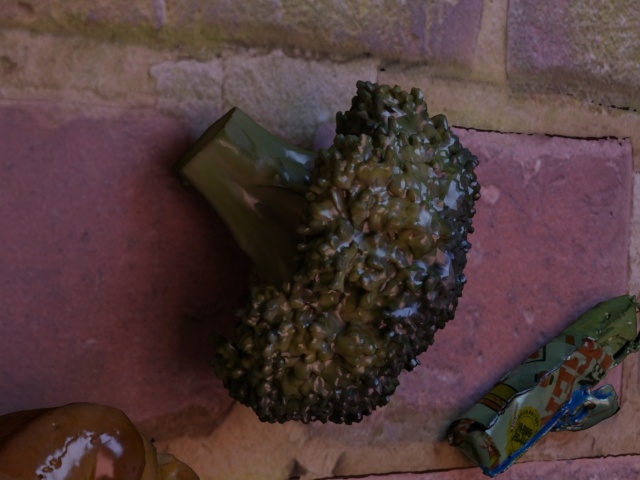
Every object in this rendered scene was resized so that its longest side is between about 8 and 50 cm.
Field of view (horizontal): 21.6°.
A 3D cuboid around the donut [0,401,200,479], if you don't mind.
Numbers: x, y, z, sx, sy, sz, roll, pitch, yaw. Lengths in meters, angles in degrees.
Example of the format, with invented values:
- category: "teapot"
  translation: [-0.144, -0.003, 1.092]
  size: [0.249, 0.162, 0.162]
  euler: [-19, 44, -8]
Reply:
- category: "donut"
  translation: [-0.200, 0.274, 1.202]
  size: [0.317, 0.150, 0.299]
  euler: [-65, 145, -36]

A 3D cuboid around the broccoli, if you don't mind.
- category: "broccoli"
  translation: [0.020, 0.002, 1.373]
  size: [0.288, 0.235, 0.260]
  euler: [-70, 141, -62]

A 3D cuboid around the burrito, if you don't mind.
- category: "burrito"
  translation: [0.238, 0.151, 1.661]
  size: [0.288, 0.054, 0.104]
  euler: [-36, 114, -33]
